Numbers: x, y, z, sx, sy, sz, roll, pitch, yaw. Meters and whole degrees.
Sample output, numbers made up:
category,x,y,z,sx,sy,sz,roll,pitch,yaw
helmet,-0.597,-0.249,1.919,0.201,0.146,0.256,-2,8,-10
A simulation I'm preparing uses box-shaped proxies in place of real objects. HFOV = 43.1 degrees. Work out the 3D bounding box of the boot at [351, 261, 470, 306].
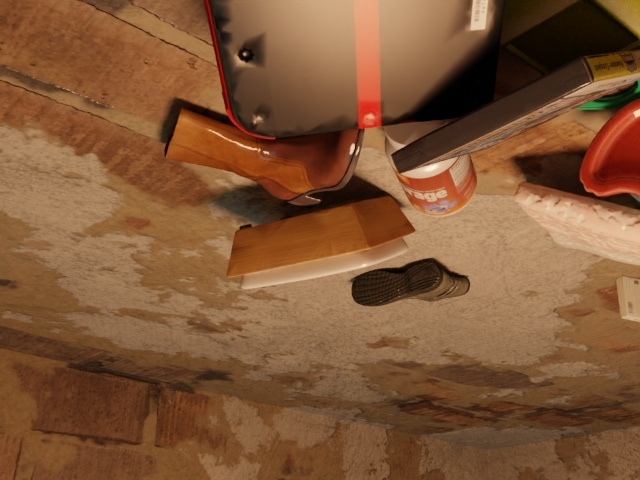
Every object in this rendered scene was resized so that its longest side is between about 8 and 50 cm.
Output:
category,x,y,z,sx,sy,sz,roll,pitch,yaw
boot,0.209,0.118,1.870,0.246,0.083,0.161,-13,157,33

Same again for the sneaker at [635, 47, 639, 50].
category,x,y,z,sx,sy,sz,roll,pitch,yaw
sneaker,0.450,-0.247,1.082,0.083,0.035,0.031,-2,156,2

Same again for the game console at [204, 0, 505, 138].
category,x,y,z,sx,sy,sz,roll,pitch,yaw
game console,0.038,-0.278,0.908,0.342,0.060,0.387,-8,140,-1

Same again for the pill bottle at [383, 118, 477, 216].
category,x,y,z,sx,sy,sz,roll,pitch,yaw
pill bottle,0.169,-0.132,1.261,0.121,0.121,0.216,-6,154,18

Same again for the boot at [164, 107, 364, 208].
category,x,y,z,sx,sy,sz,roll,pitch,yaw
boot,-0.091,-0.164,1.299,0.280,0.096,0.264,20,159,-19

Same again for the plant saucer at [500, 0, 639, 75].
category,x,y,z,sx,sy,sz,roll,pitch,yaw
plant saucer,0.322,-0.269,1.036,0.188,0.045,0.188,21,150,-35

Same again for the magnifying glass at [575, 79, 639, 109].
category,x,y,z,sx,sy,sz,roll,pitch,yaw
magnifying glass,0.360,-0.211,1.192,0.231,0.026,0.092,-13,152,26

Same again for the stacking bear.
category,x,y,z,sx,sy,sz,roll,pitch,yaw
stacking bear,0.551,-0.107,1.246,0.175,0.164,0.289,22,-175,40

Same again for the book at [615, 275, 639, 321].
category,x,y,z,sx,sy,sz,roll,pitch,yaw
book,0.741,0.141,1.841,0.144,0.096,0.035,13,154,-21

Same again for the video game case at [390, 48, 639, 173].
category,x,y,z,sx,sy,sz,roll,pitch,yaw
video game case,0.264,-0.166,1.041,0.275,0.035,0.248,-25,177,40

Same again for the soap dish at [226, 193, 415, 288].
category,x,y,z,sx,sy,sz,roll,pitch,yaw
soap dish,0.000,0.000,1.487,0.290,0.118,0.229,-12,-178,28

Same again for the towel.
category,x,y,z,sx,sy,sz,roll,pitch,yaw
towel,0.524,-0.005,1.385,0.331,0.053,0.317,17,176,29
